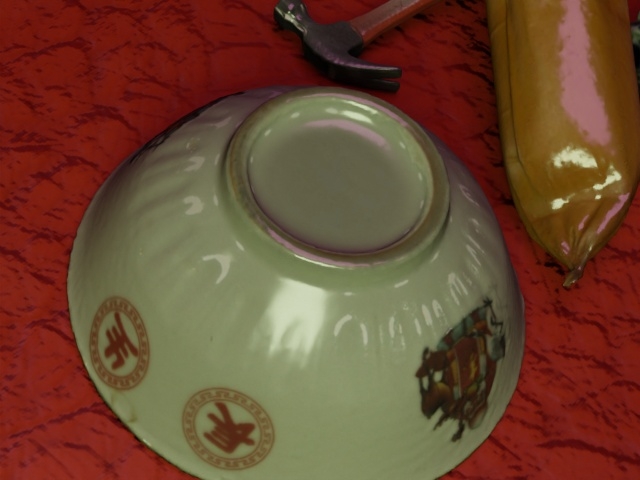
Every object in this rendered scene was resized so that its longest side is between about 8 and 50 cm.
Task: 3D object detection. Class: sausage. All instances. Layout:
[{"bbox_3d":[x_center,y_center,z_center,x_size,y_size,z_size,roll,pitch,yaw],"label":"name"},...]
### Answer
[{"bbox_3d":[0.190,-0.115,1.255,0.112,0.112,0.328,1,69,-12],"label":"sausage"}]

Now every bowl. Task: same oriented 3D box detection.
[{"bbox_3d":[0.000,0.000,1.110,0.337,0.157,0.337,6,56,-9],"label":"bowl"}]

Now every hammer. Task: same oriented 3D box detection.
[{"bbox_3d":[0.105,-0.215,1.343,0.287,0.033,0.111,-33,69,-22],"label":"hammer"}]

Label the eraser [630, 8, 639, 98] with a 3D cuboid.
[{"bbox_3d":[0.405,-0.117,1.317,0.332,0.101,0.155,30,55,10],"label":"eraser"}]
